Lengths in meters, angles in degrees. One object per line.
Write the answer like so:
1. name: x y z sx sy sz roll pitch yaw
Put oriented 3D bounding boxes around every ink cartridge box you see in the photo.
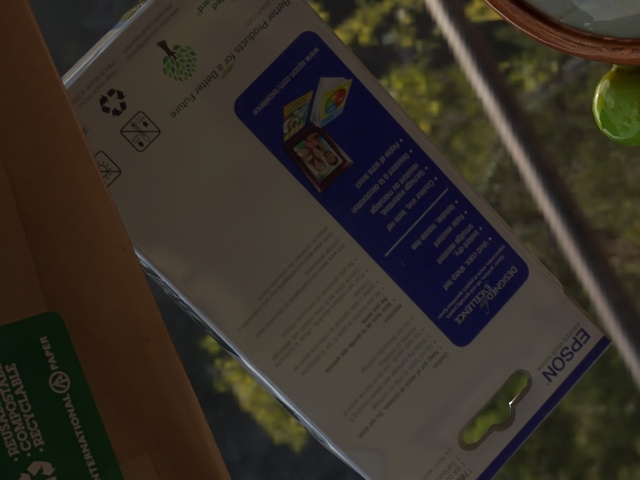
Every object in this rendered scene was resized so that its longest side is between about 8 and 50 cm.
1. ink cartridge box: 0.000 0.000 0.856 0.332 0.165 0.065 47 169 -14

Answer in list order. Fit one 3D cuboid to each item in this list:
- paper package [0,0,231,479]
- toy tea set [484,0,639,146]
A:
1. paper package: -0.173 0.078 0.539 0.309 0.168 0.324 -30 81 60
2. toy tea set: 0.059 -0.193 0.325 0.336 0.200 0.124 53 -165 -3
